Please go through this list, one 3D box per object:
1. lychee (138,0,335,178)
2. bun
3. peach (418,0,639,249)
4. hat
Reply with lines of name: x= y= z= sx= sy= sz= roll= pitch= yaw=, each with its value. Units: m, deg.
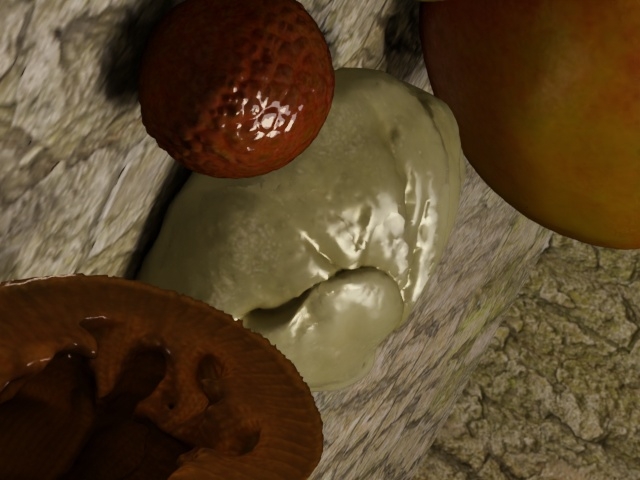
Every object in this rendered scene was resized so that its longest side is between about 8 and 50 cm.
lychee: x=-0.039 y=-0.089 z=1.001 sx=0.140 sy=0.101 sz=0.114 roll=-29 pitch=138 yaw=-55
bun: x=0.000 y=0.000 z=1.236 sx=0.259 sy=0.160 sz=0.259 roll=-51 pitch=163 yaw=-23
peach: x=0.217 y=-0.158 z=1.415 sx=0.308 sy=0.308 sz=0.332 roll=-52 pitch=135 yaw=-27
hat: x=-0.131 y=0.175 z=0.929 sx=0.233 sy=0.244 sz=0.233 roll=2 pitch=121 yaw=-26
